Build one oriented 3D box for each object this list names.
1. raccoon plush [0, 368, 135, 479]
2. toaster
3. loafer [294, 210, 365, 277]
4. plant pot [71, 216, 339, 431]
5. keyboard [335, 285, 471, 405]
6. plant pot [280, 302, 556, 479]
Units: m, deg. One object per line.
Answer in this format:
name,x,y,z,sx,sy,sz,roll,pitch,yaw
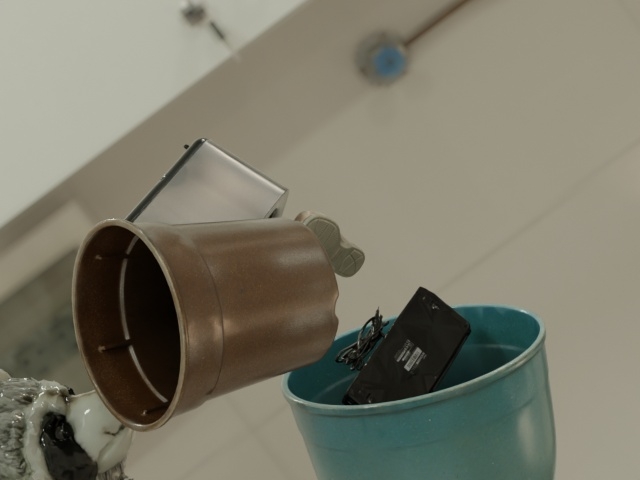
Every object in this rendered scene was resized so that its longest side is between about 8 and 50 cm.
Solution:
raccoon plush,-0.266,0.326,1.506,0.446,0.299,0.216,-56,6,-1
toaster,-0.122,0.012,1.663,0.185,0.110,0.168,-53,-10,-43
loafer,0.000,0.000,1.697,0.045,0.039,0.125,-51,-33,-1
plant pot,-0.085,0.052,1.407,0.165,0.167,0.167,-11,-10,-35
keyboard,0.075,0.119,1.781,0.038,0.100,0.192,-47,3,44
plant pot,0.121,0.230,1.807,0.272,0.255,0.271,-13,15,4
